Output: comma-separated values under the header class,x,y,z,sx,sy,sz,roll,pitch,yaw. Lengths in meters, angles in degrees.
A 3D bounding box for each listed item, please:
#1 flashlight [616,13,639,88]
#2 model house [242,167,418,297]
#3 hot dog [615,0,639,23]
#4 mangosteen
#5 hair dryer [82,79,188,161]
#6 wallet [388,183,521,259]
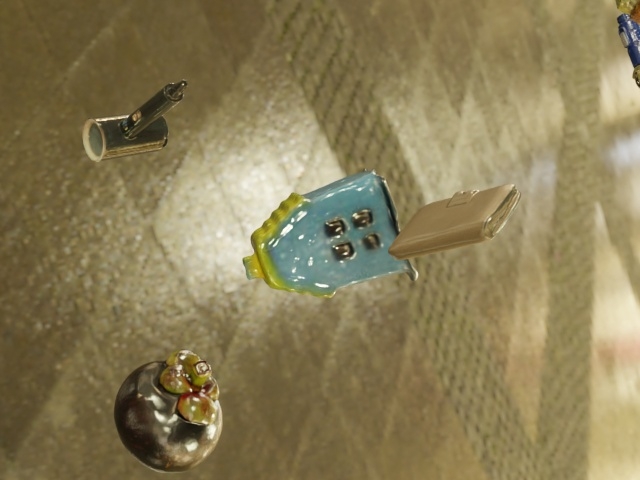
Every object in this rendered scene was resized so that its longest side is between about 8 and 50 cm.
class,x,y,z,sx,sy,sz,roll,pitch,yaw
flashlight,0.424,-0.247,1.684,0.035,0.057,0.121,-15,79,-25
model house,0.000,0.000,2.344,0.237,0.303,0.216,-146,-138,-82
hot dog,0.392,-0.251,1.275,0.213,0.146,0.103,40,-7,4
mangosteen,-0.169,0.193,1.469,0.137,0.151,0.137,28,28,-16
hair dryer,-0.256,-0.193,1.952,0.128,0.255,0.070,-12,82,-40
wallet,0.165,-0.021,1.538,0.039,0.152,0.118,57,47,-17
